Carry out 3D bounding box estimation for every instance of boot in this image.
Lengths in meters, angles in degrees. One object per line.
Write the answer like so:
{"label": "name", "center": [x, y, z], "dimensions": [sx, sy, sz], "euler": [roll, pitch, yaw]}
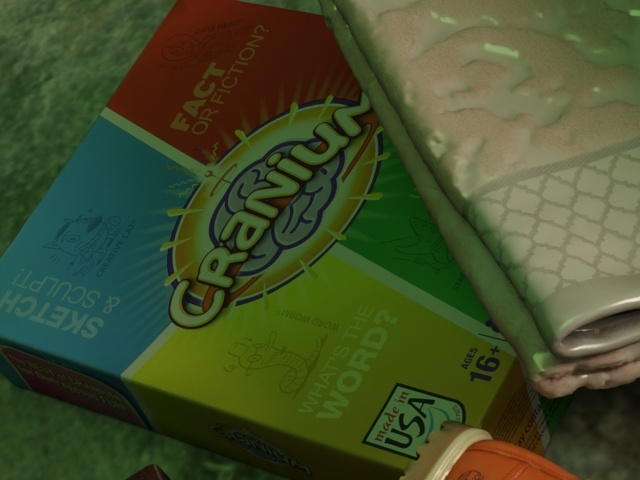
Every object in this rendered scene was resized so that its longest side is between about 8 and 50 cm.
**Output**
{"label": "boot", "center": [0.053, 0.146, 0.774], "dimensions": [0.085, 0.059, 0.158], "euler": [16, 61, 32]}

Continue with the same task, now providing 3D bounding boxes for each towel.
{"label": "towel", "center": [0.190, -0.086, 0.912], "dimensions": [0.332, 0.053, 0.317], "euler": [-14, 45, -12]}

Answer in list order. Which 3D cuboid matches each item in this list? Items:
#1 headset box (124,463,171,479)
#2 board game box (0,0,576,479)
{"label": "headset box", "center": [-0.093, 0.272, 0.813], "dimensions": [0.218, 0.110, 0.293], "euler": [-31, 46, 2]}
{"label": "board game box", "center": [0.000, 0.000, 1.013], "dimensions": [0.316, 0.064, 0.242], "euler": [14, 62, 35]}
